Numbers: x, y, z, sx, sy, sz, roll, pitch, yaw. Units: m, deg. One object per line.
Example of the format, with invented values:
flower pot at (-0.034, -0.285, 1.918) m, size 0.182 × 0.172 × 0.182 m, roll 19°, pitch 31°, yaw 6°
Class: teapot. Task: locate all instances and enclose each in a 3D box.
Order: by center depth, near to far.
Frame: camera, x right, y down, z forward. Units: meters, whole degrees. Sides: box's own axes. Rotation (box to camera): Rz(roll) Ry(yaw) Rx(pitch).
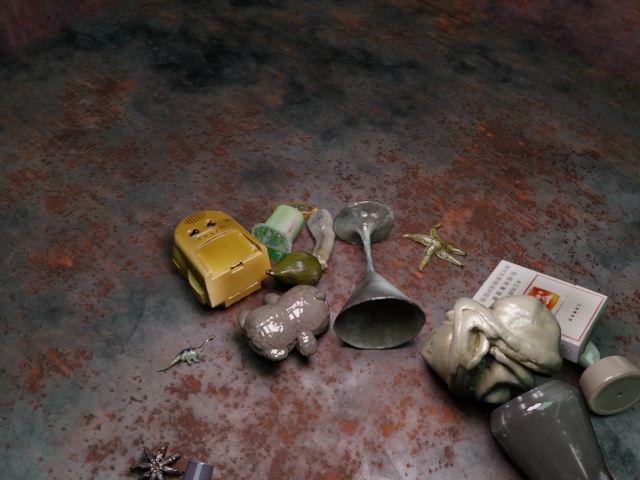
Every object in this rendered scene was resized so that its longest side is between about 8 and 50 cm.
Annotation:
teapot at (0.616, 0.547, 1.440) m, size 0.300 × 0.253 × 0.344 m, roll 2°, pitch 54°, yaw -43°

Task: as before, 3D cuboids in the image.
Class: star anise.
star anise at (-0.407, 0.569, 1.436) m, size 0.141 × 0.042 × 0.141 m, roll 3°, pitch 53°, yaw -4°

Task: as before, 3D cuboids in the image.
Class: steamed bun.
steamed bun at (0.454, 0.308, 1.520) m, size 0.352 × 0.339 × 0.247 m, roll 9°, pitch 53°, yaw 3°

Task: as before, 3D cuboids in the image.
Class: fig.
fig at (-0.084, 0.080, 1.736) m, size 0.133 × 0.185 × 0.127 m, roll 5°, pitch 67°, yaw 38°

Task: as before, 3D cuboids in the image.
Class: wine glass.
wine glass at (0.150, 0.091, 1.725) m, size 0.267 × 0.267 × 0.406 m, roll -1°, pitch 48°, yaw -6°

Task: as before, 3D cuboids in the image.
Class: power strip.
power strip at (-0.085, -0.105, 1.979) m, size 0.178 × 0.028 × 0.049 m, roll 2°, pitch 52°, yaw -4°

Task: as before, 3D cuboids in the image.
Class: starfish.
starfish at (0.383, 0.023, 1.919) m, size 0.223 × 0.050 × 0.217 m, roll 20°, pitch 61°, yaw 16°

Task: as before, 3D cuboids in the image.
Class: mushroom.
mushroom at (0.004, 0.001, 1.875) m, size 0.092 × 0.081 × 0.223 m, roll 5°, pitch 54°, yaw -8°

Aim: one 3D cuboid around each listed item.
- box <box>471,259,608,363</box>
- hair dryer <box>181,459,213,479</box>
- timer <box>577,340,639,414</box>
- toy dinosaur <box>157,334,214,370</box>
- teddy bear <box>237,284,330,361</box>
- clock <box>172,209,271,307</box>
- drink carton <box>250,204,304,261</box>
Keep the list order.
box at (0.647, 0.202, 1.710) m, size 0.330 × 0.095 × 0.210 m, roll 23°, pitch 53°, yaw 35°
hair dryer at (-0.436, 0.650, 1.333) m, size 0.361 × 0.121 × 0.301 m, roll 7°, pitch 62°, yaw 11°
timer at (0.791, 0.347, 1.663) m, size 0.175 × 0.175 × 0.266 m, roll -6°, pitch 35°, yaw -9°
toy dinosaur at (-0.374, 0.329, 1.624) m, size 0.180 × 0.037 × 0.058 m, roll -23°, pitch 35°, yaw -29°
teddy bear at (-0.094, 0.237, 1.643) m, size 0.267 × 0.151 × 0.236 m, roll -34°, pitch 62°, yaw -27°
clock at (-0.322, 0.038, 1.763) m, size 0.244 × 0.200 × 0.317 m, roll -26°, pitch 51°, yaw -25°
drink carton at (-0.131, -0.034, 1.857) m, size 0.146 × 0.144 × 0.142 m, roll 23°, pitch 49°, yaw 12°
